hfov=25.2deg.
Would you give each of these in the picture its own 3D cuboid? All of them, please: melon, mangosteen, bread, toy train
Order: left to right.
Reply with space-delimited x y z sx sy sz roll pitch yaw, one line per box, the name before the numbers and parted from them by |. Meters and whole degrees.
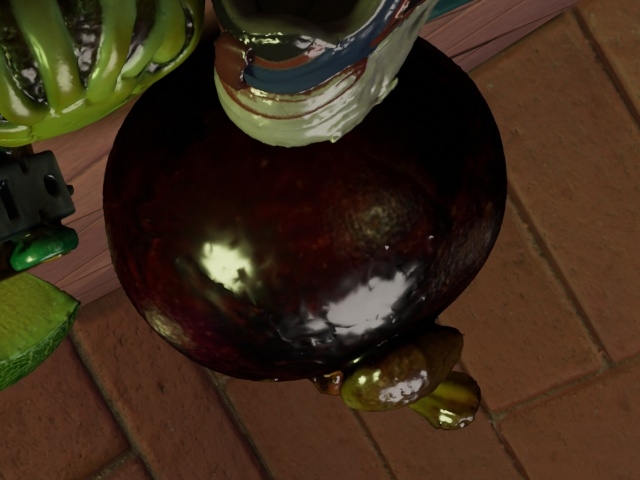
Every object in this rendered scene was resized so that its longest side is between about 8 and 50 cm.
toy train | -0.232 -0.005 0.835 0.136 0.091 0.228 -18 -174 27
melon | -0.428 0.137 1.740 0.196 0.124 0.323 -21 173 -32
bread | -0.111 -0.085 0.617 0.130 0.071 0.139 -26 180 9
mangosteen | -0.009 -0.017 1.033 0.297 0.293 0.297 -4 -144 3

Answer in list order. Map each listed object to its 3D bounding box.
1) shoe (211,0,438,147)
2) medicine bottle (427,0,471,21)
shoe | 0.021 -0.150 0.633 0.227 0.099 0.125 -50 153 1
medicine bottle | 0.103 -0.200 0.922 0.258 0.079 0.124 -29 -177 -32
